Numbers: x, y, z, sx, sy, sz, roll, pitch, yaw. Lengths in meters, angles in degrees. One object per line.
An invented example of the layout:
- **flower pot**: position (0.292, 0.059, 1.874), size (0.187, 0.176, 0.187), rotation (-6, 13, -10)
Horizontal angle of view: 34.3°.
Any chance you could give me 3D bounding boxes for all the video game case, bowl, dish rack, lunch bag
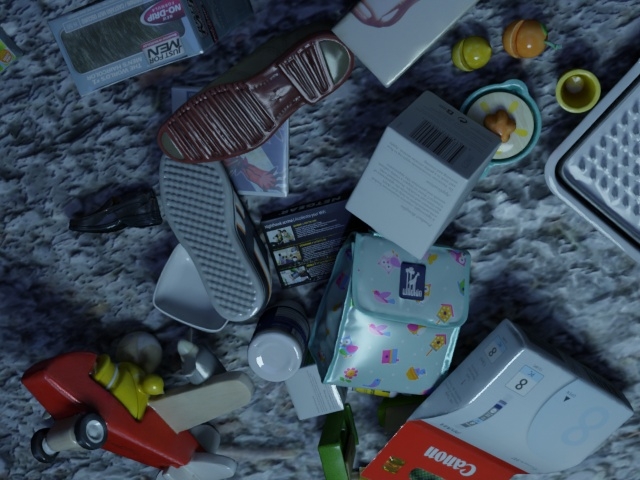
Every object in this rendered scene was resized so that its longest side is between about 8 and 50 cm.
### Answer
- **video game case**: position (-0.152, -0.168, 1.759), size (0.201, 0.023, 0.184), rotation (3, 111, 6)
- **bowl**: position (-0.214, 0.088, 1.821), size (0.142, 0.053, 0.142), rotation (23, 67, -2)
- **dish rack**: position (0.553, -0.147, 1.653), size (0.285, 0.072, 0.333), rotation (38, 110, -8)
- **lunch bag**: position (0.121, 0.115, 1.739), size (0.223, 0.160, 0.262), rotation (10, 113, -17)

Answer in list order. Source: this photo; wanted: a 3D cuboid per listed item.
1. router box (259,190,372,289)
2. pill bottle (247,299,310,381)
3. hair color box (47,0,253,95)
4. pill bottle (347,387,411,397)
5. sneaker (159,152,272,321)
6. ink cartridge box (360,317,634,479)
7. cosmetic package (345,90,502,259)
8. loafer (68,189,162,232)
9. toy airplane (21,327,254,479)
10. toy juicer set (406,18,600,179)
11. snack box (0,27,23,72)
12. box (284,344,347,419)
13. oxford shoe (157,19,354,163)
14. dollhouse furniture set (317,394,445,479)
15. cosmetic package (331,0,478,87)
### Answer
- **router box**: position (0.000, 0.000, 1.791), size (0.178, 0.046, 0.133), rotation (-14, 108, 12)
- **pill bottle**: position (-0.068, 0.167, 1.796), size (0.094, 0.169, 0.094), rotation (2, 110, 6)
- **hair color box**: position (-0.233, -0.328, 1.519), size (0.185, 0.374, 0.114), rotation (-18, 107, 13)
- **pill bottle**: position (0.110, 0.247, 1.861), size (0.116, 0.065, 0.065), rotation (9, 111, 3)
- **sneaker**: position (-0.176, -0.018, 1.757), size (0.126, 0.127, 0.321), rotation (-20, 88, 11)
- **ink cartridge box**: position (0.304, 0.346, 1.787), size (0.308, 0.091, 0.385), rotation (30, 109, -33)
- **cosmetic package**: position (0.162, -0.104, 1.634), size (0.151, 0.151, 0.184), rotation (36, 132, 8)
- **loafer**: position (-0.362, -0.047, 1.819), size (0.170, 0.062, 0.061), rotation (-8, 87, 6)
- **toy airplane**: position (-0.314, 0.297, 1.856), size (0.386, 0.272, 0.384), rotation (4, 149, -3)
- **toy juicer set**: position (0.260, -0.213, 1.655), size (0.329, 0.089, 0.209), rotation (-38, 102, 19)
- **snack box**: position (-0.586, -0.336, 1.742), size (0.100, 0.037, 0.141), rotation (-35, 103, 19)
- **box**: position (-0.007, 0.248, 1.856), size (0.087, 0.101, 0.102), rotation (-17, 106, 13)
- **oxford shoe**: position (-0.105, -0.238, 1.672), size (0.348, 0.130, 0.123), rotation (-26, 122, 10)
- **dollhouse furniture set**: position (0.130, 0.453, 1.889), size (0.197, 0.151, 0.302), rotation (-10, 109, 11)
- **cosmetic package**: position (0.169, -0.387, 1.569), size (0.129, 0.153, 0.296), rotation (44, 108, -8)
